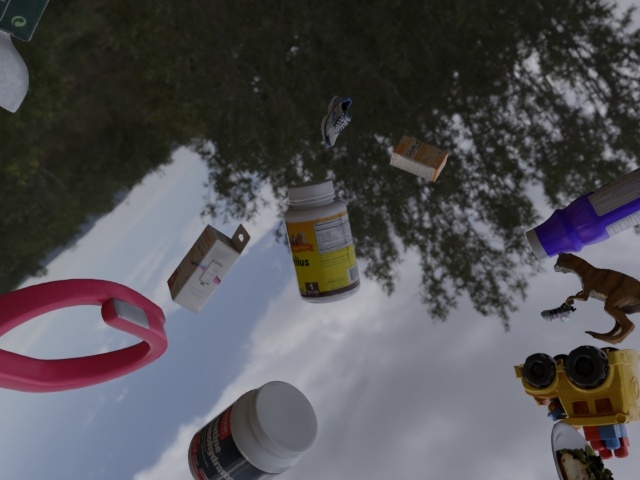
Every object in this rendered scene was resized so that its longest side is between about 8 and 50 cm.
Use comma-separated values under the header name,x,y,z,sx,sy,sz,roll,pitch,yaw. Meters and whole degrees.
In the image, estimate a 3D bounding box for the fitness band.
name,x,y,z,sx,sy,sz,roll,pitch,yaw
fitness band,-0.312,0.125,0.865,0.209,0.054,0.291,-21,157,3

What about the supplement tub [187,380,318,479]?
name,x,y,z,sx,sy,sz,roll,pitch,yaw
supplement tub,-0.153,0.449,1.554,0.272,0.191,0.191,-43,-168,33

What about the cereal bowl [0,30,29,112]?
name,x,y,z,sx,sy,sz,roll,pitch,yaw
cereal bowl,-0.740,-0.410,1.407,0.141,0.339,0.339,-58,-163,-5

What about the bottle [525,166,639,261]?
name,x,y,z,sx,sy,sz,roll,pitch,yaw
bottle,0.525,-0.050,1.294,0.283,0.092,0.118,-29,162,22

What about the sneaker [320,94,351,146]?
name,x,y,z,sx,sy,sz,roll,pitch,yaw
sneaker,0.040,-0.283,1.627,0.058,0.052,0.135,2,-111,29

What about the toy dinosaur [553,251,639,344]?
name,x,y,z,sx,sy,sz,roll,pitch,yaw
toy dinosaur,0.357,0.068,0.806,0.211,0.064,0.112,21,-88,40

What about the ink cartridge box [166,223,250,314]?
name,x,y,z,sx,sy,sz,roll,pitch,yaw
ink cartridge box,-0.236,0.042,1.462,0.198,0.067,0.115,-54,-155,3

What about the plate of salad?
name,x,y,z,sx,sy,sz,roll,pitch,yaw
plate of salad,0.403,0.358,1.018,0.048,0.200,0.200,-35,-164,28

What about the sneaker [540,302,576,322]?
name,x,y,z,sx,sy,sz,roll,pitch,yaw
sneaker,0.649,0.187,1.883,0.038,0.098,0.069,-112,-144,-42

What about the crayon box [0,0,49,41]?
name,x,y,z,sx,sy,sz,roll,pitch,yaw
crayon box,-0.420,-0.374,0.772,0.083,0.203,0.323,-50,-135,27

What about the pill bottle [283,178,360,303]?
name,x,y,z,sx,sy,sz,roll,pitch,yaw
pill bottle,0.000,0.000,1.278,0.117,0.215,0.117,-11,-170,2

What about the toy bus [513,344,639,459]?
name,x,y,z,sx,sy,sz,roll,pitch,yaw
toy bus,0.506,0.314,1.339,0.220,0.211,0.149,-17,162,40

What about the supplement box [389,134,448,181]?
name,x,y,z,sx,sy,sz,roll,pitch,yaw
supplement box,0.196,-0.164,1.382,0.062,0.098,0.036,-55,162,-38
